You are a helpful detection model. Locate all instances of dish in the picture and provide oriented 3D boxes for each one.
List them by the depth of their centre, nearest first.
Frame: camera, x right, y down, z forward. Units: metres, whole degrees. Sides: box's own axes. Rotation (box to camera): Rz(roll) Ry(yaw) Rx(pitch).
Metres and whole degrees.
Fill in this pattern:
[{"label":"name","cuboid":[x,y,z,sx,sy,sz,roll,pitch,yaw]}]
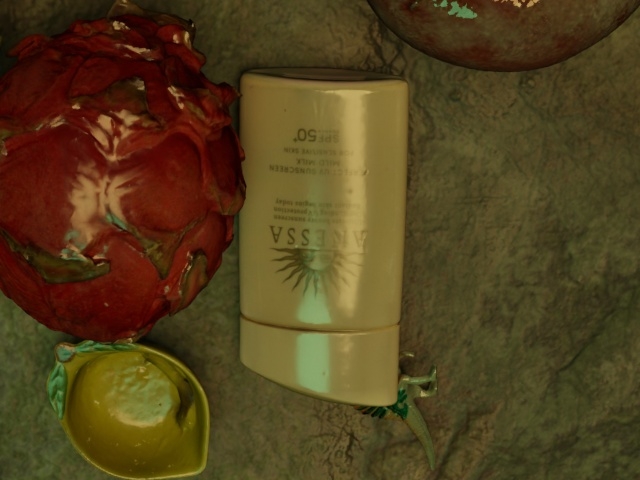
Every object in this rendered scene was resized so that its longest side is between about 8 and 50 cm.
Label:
[{"label":"dish","cuboid":[-0.197,0.161,1.798,0.149,0.080,0.208,-40,109,10]}]

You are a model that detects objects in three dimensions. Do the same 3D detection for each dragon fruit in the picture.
[{"label":"dragon fruit","cuboid":[-0.205,-0.057,1.633,0.277,0.277,0.343,13,101,-11]}]

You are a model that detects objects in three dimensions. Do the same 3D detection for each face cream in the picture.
[{"label":"face cream","cuboid":[0.000,0.000,1.767,0.173,0.081,0.349,4,107,8]}]

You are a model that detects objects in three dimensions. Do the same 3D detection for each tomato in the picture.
[{"label":"tomato","cuboid":[0.170,-0.311,1.591,0.316,0.282,0.317,-2,106,-5]}]

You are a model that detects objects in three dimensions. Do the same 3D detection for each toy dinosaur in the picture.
[{"label":"toy dinosaur","cuboid":[0.074,0.162,1.858,0.106,0.044,0.187,3,120,6]}]

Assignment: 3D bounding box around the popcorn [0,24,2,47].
[{"label":"popcorn","cuboid":[-0.405,-0.179,1.614,0.221,0.184,0.204,-36,109,0]}]
